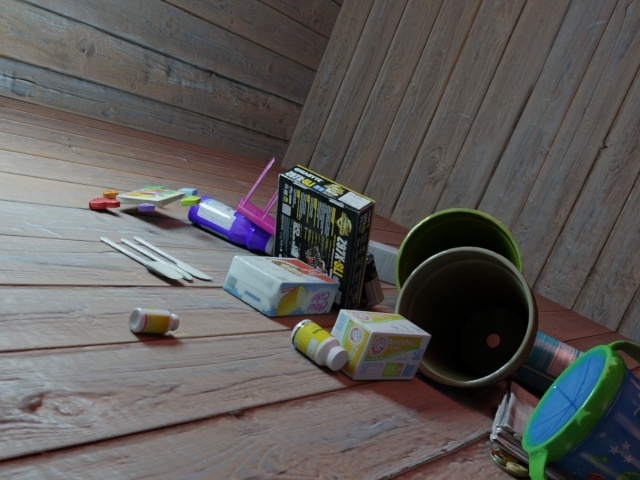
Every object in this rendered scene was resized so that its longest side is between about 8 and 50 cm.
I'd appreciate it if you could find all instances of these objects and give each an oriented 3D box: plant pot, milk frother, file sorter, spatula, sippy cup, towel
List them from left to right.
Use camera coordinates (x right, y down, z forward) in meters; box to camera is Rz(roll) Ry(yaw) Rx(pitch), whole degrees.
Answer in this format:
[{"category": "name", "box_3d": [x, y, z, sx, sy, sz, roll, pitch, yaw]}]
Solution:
[{"category": "spatula", "box_3d": [-0.386, 0.038, 1.656, 0.242, 0.019, 0.168, 27, 12, 23]}, {"category": "file sorter", "box_3d": [-0.070, -0.091, 2.059, 0.291, 0.182, 0.202, 34, 7, -8]}, {"category": "milk frother", "box_3d": [0.086, 0.115, 1.973, 0.143, 0.134, 0.129, 9, 34, 43]}, {"category": "plant pot", "box_3d": [0.447, 0.116, 2.212, 0.367, 0.366, 0.353, 26, -1, 20]}, {"category": "plant pot", "box_3d": [0.379, 0.211, 1.698, 0.323, 0.323, 0.280, 30, -3, 36]}, {"category": "towel", "box_3d": [0.499, 0.415, 1.422, 0.317, 0.053, 0.332, 30, 13, 13]}, {"category": "sippy cup", "box_3d": [0.504, 0.336, 1.210, 0.224, 0.305, 0.240, 38, 11, 7]}]

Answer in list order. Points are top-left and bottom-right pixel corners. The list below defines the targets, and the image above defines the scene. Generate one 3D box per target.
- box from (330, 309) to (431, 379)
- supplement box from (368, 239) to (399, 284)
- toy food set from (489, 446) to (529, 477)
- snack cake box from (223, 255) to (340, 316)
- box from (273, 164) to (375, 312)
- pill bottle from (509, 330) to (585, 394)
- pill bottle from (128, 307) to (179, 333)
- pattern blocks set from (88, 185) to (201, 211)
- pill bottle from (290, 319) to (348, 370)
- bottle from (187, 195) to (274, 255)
[{"category": "box", "box_3d": [0.121, 0.222, 1.510, 0.203, 0.114, 0.103, 10, 16, -45]}, {"category": "supplement box", "box_3d": [0.204, 0.070, 2.453, 0.220, 0.113, 0.111, 17, 11, -19]}, {"category": "toy food set", "box_3d": [0.350, 0.406, 1.310, 0.083, 0.020, 0.083, 29, 13, 33]}, {"category": "snack cake box", "box_3d": [-0.089, 0.108, 1.721, 0.152, 0.089, 0.264, 26, 11, 31]}, {"category": "box", "box_3d": [0.000, 0.000, 1.833, 0.257, 0.322, 0.079, 26, 39, 28]}, {"category": "pill bottle", "box_3d": [0.598, 0.330, 1.860, 0.264, 0.146, 0.146, 26, 11, 17]}, {"category": "pill bottle", "box_3d": [-0.291, 0.142, 1.255, 0.083, 0.043, 0.043, 12, 15, -46]}, {"category": "pattern blocks set", "box_3d": [-0.481, -0.124, 2.013, 0.286, 0.026, 0.325, 3, 13, 0]}, {"category": "pill bottle", "box_3d": [-0.001, 0.213, 1.438, 0.116, 0.065, 0.065, 31, 14, 38]}, {"category": "bottle", "box_3d": [-0.253, -0.043, 2.129, 0.283, 0.092, 0.118, 25, 8, 14]}]
